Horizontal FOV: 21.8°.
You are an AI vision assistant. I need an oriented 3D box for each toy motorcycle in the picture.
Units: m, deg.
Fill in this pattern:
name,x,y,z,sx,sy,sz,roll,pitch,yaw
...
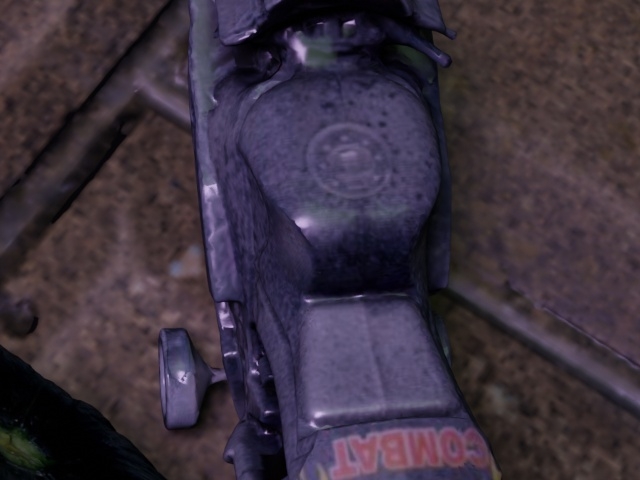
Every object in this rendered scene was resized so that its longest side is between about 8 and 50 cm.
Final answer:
name,x,y,z,sx,sy,sz,roll,pitch,yaw
toy motorcycle,0.000,0.000,0.583,0.108,0.173,0.307,-3,64,-11

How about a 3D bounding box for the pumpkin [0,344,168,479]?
name,x,y,z,sx,sy,sz,roll,pitch,yaw
pumpkin,-0.128,0.108,0.510,0.202,0.202,0.140,40,101,11
